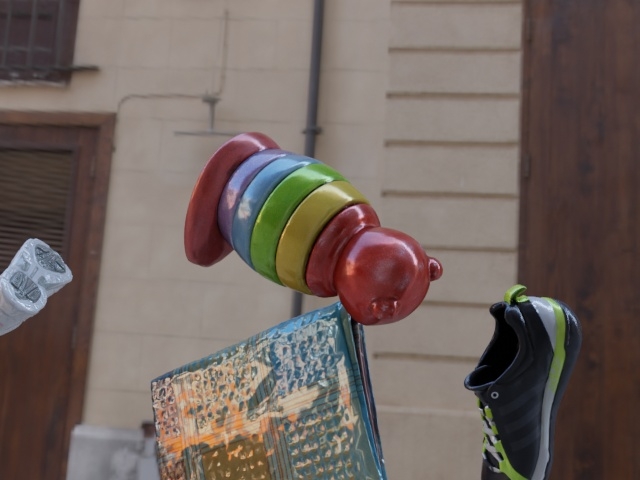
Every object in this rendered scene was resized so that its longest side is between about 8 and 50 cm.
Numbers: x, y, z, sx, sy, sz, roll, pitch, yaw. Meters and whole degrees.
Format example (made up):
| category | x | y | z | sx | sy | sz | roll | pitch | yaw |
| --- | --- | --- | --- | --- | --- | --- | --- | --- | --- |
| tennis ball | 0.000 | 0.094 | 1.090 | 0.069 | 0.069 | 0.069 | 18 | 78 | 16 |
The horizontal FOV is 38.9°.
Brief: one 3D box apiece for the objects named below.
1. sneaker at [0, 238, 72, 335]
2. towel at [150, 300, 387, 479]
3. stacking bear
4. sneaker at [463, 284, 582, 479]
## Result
| category | x | y | z | sx | sy | sz | roll | pitch | yaw |
| --- | --- | --- | --- | --- | --- | --- | --- | --- | --- |
| sneaker | -0.451 | 0.074 | 1.342 | 0.115 | 0.090 | 0.232 | -40 | 9 | 13 |
| towel | -0.077 | 0.256 | 1.175 | 0.370 | 0.271 | 0.040 | -26 | -28 | 33 |
| stacking bear | 0.000 | 0.000 | 1.052 | 0.289 | 0.164 | 0.175 | 31 | 46 | 30 |
| sneaker | 0.177 | 0.157 | 0.889 | 0.097 | 0.234 | 0.084 | 10 | 6 | -20 |
